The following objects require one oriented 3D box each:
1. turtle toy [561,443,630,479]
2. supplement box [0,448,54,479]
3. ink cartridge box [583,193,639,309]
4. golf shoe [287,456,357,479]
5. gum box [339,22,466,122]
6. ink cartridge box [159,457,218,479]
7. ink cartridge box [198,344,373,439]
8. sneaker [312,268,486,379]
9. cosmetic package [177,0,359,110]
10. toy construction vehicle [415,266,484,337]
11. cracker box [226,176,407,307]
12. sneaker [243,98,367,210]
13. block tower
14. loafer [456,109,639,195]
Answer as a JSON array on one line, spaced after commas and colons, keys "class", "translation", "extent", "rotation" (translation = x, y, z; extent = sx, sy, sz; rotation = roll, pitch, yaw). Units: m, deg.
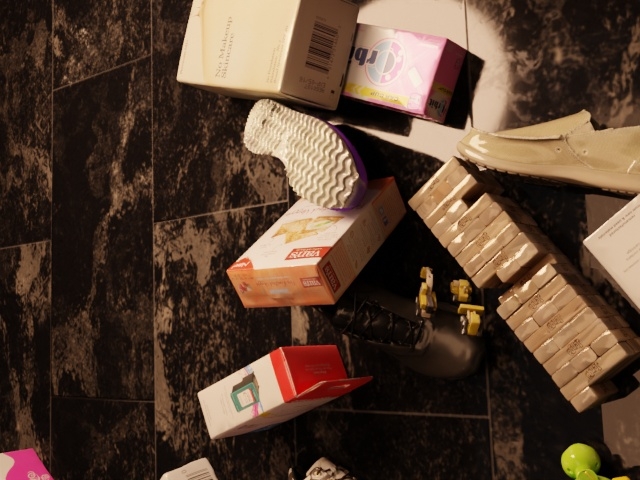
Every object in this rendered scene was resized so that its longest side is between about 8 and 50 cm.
[{"class": "turtle toy", "translation": [0.316, 0.302, 0.878], "extent": [0.095, 0.066, 0.130], "rotation": [-15, 73, 12]}, {"class": "supplement box", "translation": [-0.664, 0.559, 1.581], "extent": [0.114, 0.111, 0.220], "rotation": [37, 108, 33]}, {"class": "ink cartridge box", "translation": [0.390, 0.057, 0.791], "extent": [0.086, 0.148, 0.203], "rotation": [-46, 62, 23]}, {"class": "golf shoe", "translation": [0.023, 0.360, 1.093], "extent": [0.198, 0.077, 0.094], "rotation": [-18, 75, 34]}, {"class": "gum box", "translation": [0.102, -0.246, 1.093], "extent": [0.188, 0.062, 0.107], "rotation": [23, 99, 37]}, {"class": "ink cartridge box", "translation": [-0.217, 0.602, 1.276], "extent": [0.308, 0.091, 0.385], "rotation": [54, 133, 27]}, {"class": "ink cartridge box", "translation": [-0.053, 0.217, 1.127], "extent": [0.231, 0.134, 0.078], "rotation": [-32, 67, 30]}, {"class": "sneaker", "translation": [0.086, 0.113, 1.033], "extent": [0.286, 0.130, 0.109], "rotation": [20, 96, 36]}, {"class": "cosmetic package", "translation": [-0.091, -0.301, 1.176], "extent": [0.309, 0.113, 0.160], "rotation": [18, 97, 50]}, {"class": "toy construction vehicle", "translation": [0.169, 0.075, 0.984], "extent": [0.086, 0.098, 0.035], "rotation": [10, 128, 0]}, {"class": "cracker box", "translation": [0.000, 0.000, 1.050], "extent": [0.156, 0.232, 0.067], "rotation": [-6, 119, 36]}, {"class": "sneaker", "translation": [0.012, -0.123, 1.092], "extent": [0.293, 0.146, 0.102], "rotation": [45, 115, 50]}, {"class": "block tower", "translation": [0.254, 0.044, 0.934], "extent": [0.097, 0.091, 0.335], "rotation": [-48, 61, 25]}, {"class": "loafer", "translation": [0.298, -0.111, 0.914], "extent": [0.269, 0.102, 0.092], "rotation": [13, 93, 28]}]
